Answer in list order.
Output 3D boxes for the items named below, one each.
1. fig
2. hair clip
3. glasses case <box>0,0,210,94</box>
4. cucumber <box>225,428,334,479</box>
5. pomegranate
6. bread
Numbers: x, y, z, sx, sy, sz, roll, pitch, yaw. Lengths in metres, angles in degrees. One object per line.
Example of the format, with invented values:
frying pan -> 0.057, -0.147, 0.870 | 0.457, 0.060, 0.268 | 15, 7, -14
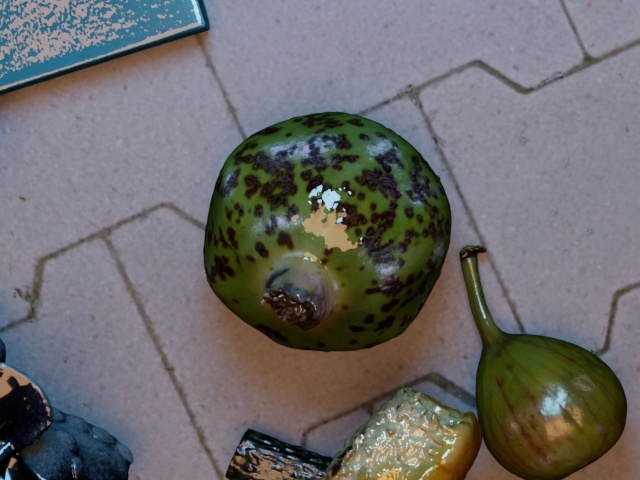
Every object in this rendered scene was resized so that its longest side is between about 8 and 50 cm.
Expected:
fig -> 0.197, 0.130, 1.828 | 0.151, 0.151, 0.259 | -41, 80, 5
hair clip -> -0.346, 0.189, 1.812 | 0.194, 0.206, 0.310 | -44, 93, 6
glasses case -> -0.273, -0.229, 1.839 | 0.301, 0.070, 0.117 | -16, 90, 5
cucumber -> 0.045, 0.273, 1.881 | 0.293, 0.067, 0.068 | 18, 96, -1
pomegranate -> 0.000, 0.000, 1.759 | 0.254, 0.270, 0.254 | 10, 123, 15
bread -> 0.064, 0.261, 1.770 | 0.121, 0.174, 0.245 | 32, 88, 16
